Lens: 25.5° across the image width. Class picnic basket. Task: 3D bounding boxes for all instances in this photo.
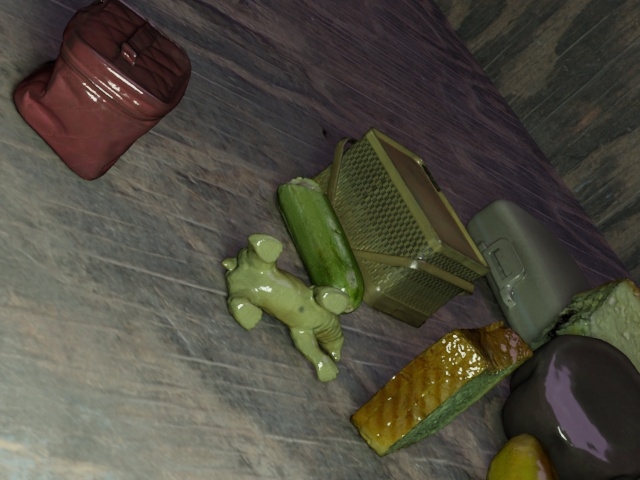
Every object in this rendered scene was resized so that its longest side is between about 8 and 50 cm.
[{"bbox_3d":[0.107,-0.021,2.040,0.165,0.139,0.267,26,29,-52],"label":"picnic basket"}]

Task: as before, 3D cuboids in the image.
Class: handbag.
[{"bbox_3d":[-0.234,-0.174,1.553,0.146,0.135,0.225,42,20,-9],"label":"handbag"}]

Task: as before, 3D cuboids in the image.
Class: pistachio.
[{"bbox_3d":[0.261,0.335,1.770,0.110,0.100,0.189,5,52,-35],"label":"pistachio"}]

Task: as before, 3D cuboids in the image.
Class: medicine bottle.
[{"bbox_3d":[0.404,0.098,2.536,0.282,0.123,0.375,32,26,-38],"label":"medicine bottle"}]

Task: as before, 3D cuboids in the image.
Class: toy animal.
[{"bbox_3d":[-0.032,0.075,1.628,0.218,0.103,0.101,36,-2,-25],"label":"toy animal"}]

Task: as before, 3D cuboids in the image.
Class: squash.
[{"bbox_3d":[0.000,0.000,1.861,0.069,0.069,0.239,30,27,-47],"label":"squash"}]

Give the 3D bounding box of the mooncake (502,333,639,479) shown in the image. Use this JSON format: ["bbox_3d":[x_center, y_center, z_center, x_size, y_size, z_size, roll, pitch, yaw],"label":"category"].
[{"bbox_3d":[0.378,0.254,2.046,0.245,0.133,0.245,16,54,-23],"label":"mooncake"}]

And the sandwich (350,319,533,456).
[{"bbox_3d":[0.142,0.171,1.669,0.065,0.186,0.214,52,15,15],"label":"sandwich"}]

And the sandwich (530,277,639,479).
[{"bbox_3d":[0.476,0.222,2.290,0.325,0.131,0.262,40,55,-33],"label":"sandwich"}]
